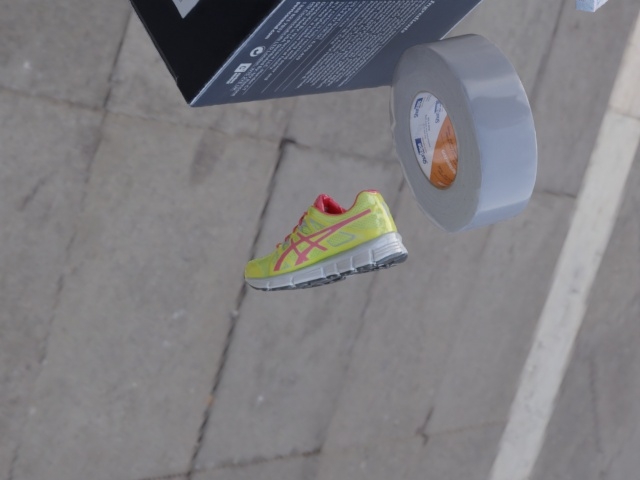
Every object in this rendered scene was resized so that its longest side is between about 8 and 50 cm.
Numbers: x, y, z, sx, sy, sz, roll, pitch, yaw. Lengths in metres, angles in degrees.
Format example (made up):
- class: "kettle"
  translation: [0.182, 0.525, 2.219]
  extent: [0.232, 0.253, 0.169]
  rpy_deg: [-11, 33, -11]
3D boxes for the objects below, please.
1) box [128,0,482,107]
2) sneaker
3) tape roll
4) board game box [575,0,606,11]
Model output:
- class: "box"
  translation: [-0.036, -0.350, 1.469]
  extent: [0.395, 0.293, 0.212]
  rpy_deg: [-14, 158, -48]
- class: "sneaker"
  translation: [0.000, 0.000, 1.316]
  extent: [0.081, 0.208, 0.094]
  rpy_deg: [-5, 80, -55]
- class: "tape roll"
  translation: [0.158, -0.121, 1.389]
  extent: [0.072, 0.219, 0.219]
  rpy_deg: [-14, 124, -20]
- class: "board game box"
  translation: [0.247, -0.254, 1.046]
  extent: [0.090, 0.020, 0.090]
  rpy_deg: [-39, 135, -43]
